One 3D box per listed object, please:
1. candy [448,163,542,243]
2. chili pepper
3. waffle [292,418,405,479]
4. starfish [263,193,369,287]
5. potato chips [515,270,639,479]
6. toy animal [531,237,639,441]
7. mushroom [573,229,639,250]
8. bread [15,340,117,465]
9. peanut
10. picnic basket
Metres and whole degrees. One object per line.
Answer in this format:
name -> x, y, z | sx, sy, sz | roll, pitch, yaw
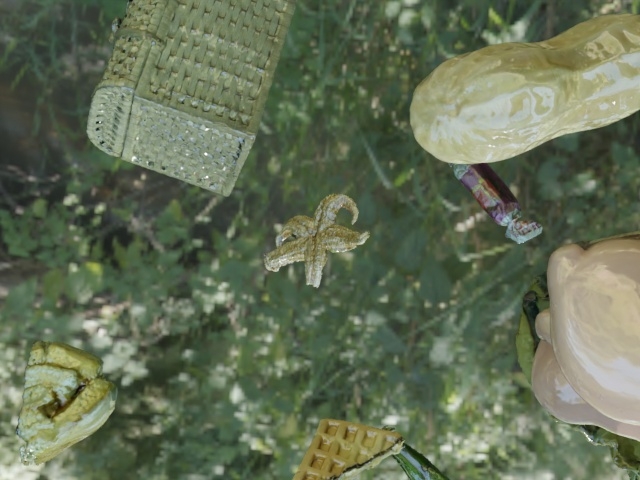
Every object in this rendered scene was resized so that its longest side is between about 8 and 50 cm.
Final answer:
candy -> 0.227, -0.064, 1.434 | 0.045, 0.175, 0.043 | -46, 158, 22
chili pepper -> 0.211, 0.448, 1.846 | 0.076, 0.085, 0.359 | -23, 117, 19
waffle -> 0.022, 0.243, 1.119 | 0.097, 0.152, 0.023 | 12, 123, 15
starfish -> -0.007, -0.002, 1.688 | 0.210, 0.150, 0.053 | 0, 171, 43
potato chips -> 0.403, 0.206, 1.594 | 0.070, 0.429, 0.358 | -37, 116, 20
toy animal -> 0.244, 0.079, 0.821 | 0.171, 0.171, 0.198 | -4, 167, 19
mushroom -> 0.483, 0.047, 1.631 | 0.194, 0.138, 0.231 | -19, -178, -22
bread -> -0.309, 0.206, 1.349 | 0.110, 0.156, 0.103 | 4, 171, 0
peanut -> 0.220, -0.152, 1.043 | 0.275, 0.111, 0.125 | -19, 171, -6
picnic basket -> -0.119, -0.172, 1.000 | 0.154, 0.196, 0.134 | 18, 155, -8
